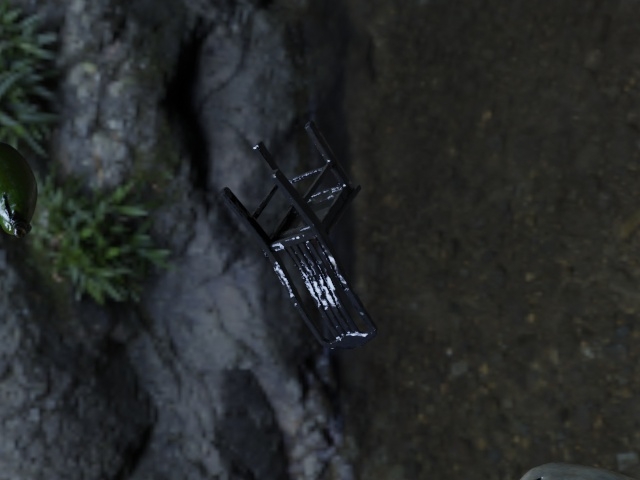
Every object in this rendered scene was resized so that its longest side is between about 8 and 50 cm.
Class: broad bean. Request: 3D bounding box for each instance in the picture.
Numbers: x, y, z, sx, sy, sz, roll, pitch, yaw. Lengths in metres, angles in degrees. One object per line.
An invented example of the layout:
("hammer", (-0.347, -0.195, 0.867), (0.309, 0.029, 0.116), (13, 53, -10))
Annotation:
("broad bean", (-0.316, -0.076, 1.200), (0.048, 0.070, 0.213), (-51, 50, 31))

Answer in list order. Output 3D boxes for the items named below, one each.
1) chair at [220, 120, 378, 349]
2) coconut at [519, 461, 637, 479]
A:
("chair", (0.000, 0.000, 1.257), (0.084, 0.101, 0.212), (-17, 118, 36))
("coconut", (0.280, 0.355, 1.409), (0.224, 0.224, 0.224), (-7, 82, 55))
